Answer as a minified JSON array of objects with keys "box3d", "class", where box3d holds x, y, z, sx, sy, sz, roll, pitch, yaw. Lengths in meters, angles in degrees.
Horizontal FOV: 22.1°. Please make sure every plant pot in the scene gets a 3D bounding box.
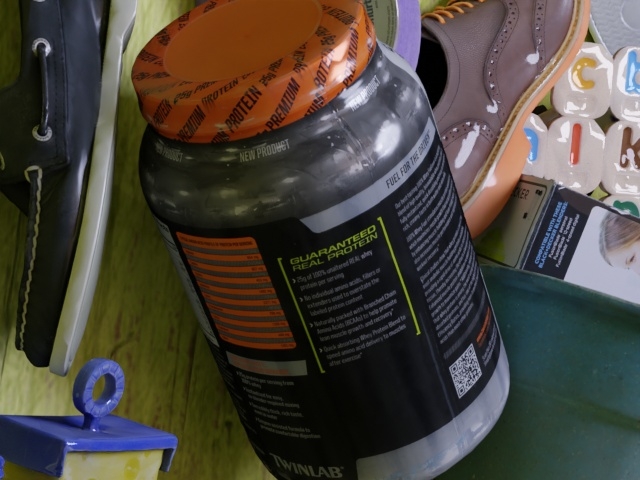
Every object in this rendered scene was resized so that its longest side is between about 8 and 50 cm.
[{"box3d":[0.225,0.232,1.338,0.341,0.341,0.334,27,82,-44],"class":"plant pot"}]

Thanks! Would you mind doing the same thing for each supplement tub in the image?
[{"box3d":[0.000,0.000,1.163,0.207,0.207,0.338,-51,133,-40],"class":"supplement tub"}]

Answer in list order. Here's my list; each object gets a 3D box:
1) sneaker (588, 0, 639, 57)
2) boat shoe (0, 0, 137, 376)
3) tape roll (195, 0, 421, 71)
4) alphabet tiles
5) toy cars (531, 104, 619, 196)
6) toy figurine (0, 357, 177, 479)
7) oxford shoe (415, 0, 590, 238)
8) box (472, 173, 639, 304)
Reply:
[{"box3d":[0.363,-0.208,1.762,0.256,0.094,0.151,45,15,-12],"class":"sneaker"},{"box3d":[-0.186,-0.083,1.074,0.113,0.127,0.340,8,79,-8],"class":"boat shoe"},{"box3d":[-0.007,-0.183,1.313,0.189,0.080,0.189,9,78,-49],"class":"tape roll"},{"box3d":[0.284,-0.041,1.533,0.284,0.021,0.278,4,94,-13],"class":"alphabet tiles"},{"box3d":[0.363,-0.075,1.611,0.393,0.087,0.177,18,60,-18],"class":"toy cars"},{"box3d":[-0.114,0.185,1.039,0.362,0.191,0.217,6,87,-52],"class":"toy figurine"},{"box3d":[0.138,-0.174,1.449,0.132,0.130,0.364,41,54,-29],"class":"oxford shoe"},{"box3d":[0.284,0.031,1.444,0.290,0.169,0.087,22,92,-15],"class":"box"}]
